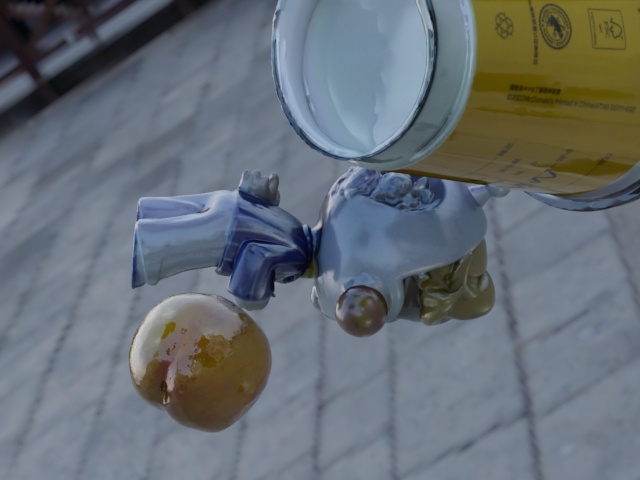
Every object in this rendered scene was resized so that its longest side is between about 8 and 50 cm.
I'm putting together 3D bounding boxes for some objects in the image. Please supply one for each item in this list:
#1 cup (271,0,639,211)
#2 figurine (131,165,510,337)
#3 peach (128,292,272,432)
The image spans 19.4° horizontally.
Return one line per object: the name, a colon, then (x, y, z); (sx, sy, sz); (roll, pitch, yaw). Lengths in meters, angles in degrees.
cup: (0.111, -0.113, 1.162); (0.280, 0.196, 0.196); (-3, -11, -45)
figurine: (-0.004, -0.004, 1.409); (0.274, 0.133, 0.194); (10, 19, 16)
peach: (-0.118, 0.115, 1.791); (0.138, 0.138, 0.138); (-31, 17, 11)
